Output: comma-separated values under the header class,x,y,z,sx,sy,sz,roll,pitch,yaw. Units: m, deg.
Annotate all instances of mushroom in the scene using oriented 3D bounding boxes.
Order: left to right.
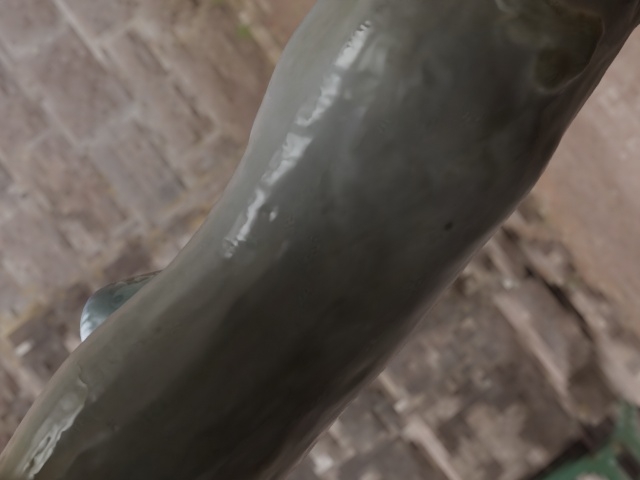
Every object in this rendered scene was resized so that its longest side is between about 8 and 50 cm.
class,x,y,z,sx,sy,sz,roll,pitch,yaw
mushroom,0.000,0.002,0.693,0.097,0.351,0.109,36,174,36

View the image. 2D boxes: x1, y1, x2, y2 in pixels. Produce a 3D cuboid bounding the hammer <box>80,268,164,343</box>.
class,x,y,z,sx,sy,sz,roll,pitch,yaw
hammer,-0.070,0.051,0.895,0.194,0.116,0.070,-26,-75,-78
